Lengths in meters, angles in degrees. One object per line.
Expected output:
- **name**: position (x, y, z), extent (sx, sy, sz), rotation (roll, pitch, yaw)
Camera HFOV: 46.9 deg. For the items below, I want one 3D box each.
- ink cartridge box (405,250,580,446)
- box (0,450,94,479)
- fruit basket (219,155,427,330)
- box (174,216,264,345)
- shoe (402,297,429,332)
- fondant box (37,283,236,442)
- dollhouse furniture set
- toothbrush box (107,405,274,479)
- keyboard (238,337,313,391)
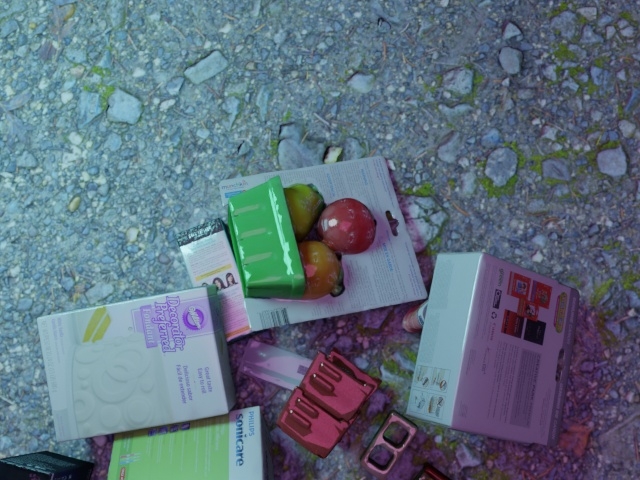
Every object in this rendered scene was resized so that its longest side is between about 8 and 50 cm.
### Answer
- **ink cartridge box**: position (0.326, 0.205, 1.367), extent (0.272, 0.130, 0.309), rotation (19, 78, -29)
- **box**: position (-0.519, 0.479, 1.356), extent (0.108, 0.207, 0.153), rotation (12, 80, 6)
- **fruit basket**: position (0.000, 0.000, 1.458), extent (0.353, 0.165, 0.327), rotation (-8, 67, -18)
- **box**: position (-0.203, 0.085, 1.489), extent (0.100, 0.060, 0.244), rotation (-21, 78, 0)
- **shoe**: position (0.238, 0.123, 1.451), extent (0.178, 0.081, 0.063), rotation (-31, 90, -32)
- **fondant box**: position (-0.344, 0.229, 1.398), extent (0.330, 0.096, 0.238), rotation (-11, 88, 3)
- **dollhouse furniture set**: position (0.120, 0.360, 1.326), extent (0.374, 0.201, 0.152), rotation (34, 89, 9)
- **toothbrush box**: position (-0.231, 0.439, 1.340), extent (0.283, 0.122, 0.206), rotation (-12, 39, 2)
- **keyboard**: position (-0.034, 0.269, 1.466), extent (0.256, 0.014, 0.072), rotation (19, 75, 7)
